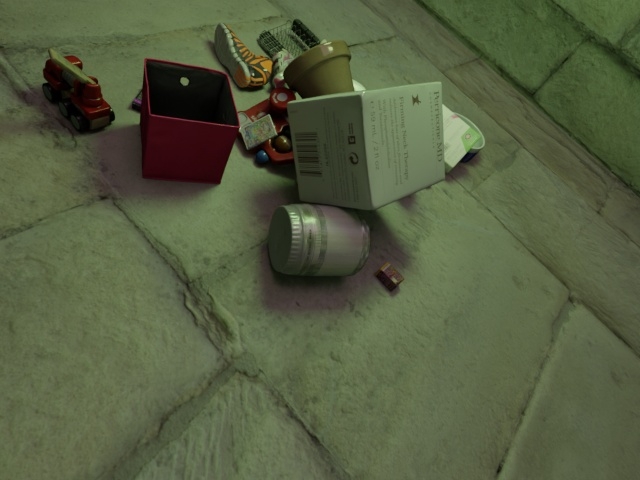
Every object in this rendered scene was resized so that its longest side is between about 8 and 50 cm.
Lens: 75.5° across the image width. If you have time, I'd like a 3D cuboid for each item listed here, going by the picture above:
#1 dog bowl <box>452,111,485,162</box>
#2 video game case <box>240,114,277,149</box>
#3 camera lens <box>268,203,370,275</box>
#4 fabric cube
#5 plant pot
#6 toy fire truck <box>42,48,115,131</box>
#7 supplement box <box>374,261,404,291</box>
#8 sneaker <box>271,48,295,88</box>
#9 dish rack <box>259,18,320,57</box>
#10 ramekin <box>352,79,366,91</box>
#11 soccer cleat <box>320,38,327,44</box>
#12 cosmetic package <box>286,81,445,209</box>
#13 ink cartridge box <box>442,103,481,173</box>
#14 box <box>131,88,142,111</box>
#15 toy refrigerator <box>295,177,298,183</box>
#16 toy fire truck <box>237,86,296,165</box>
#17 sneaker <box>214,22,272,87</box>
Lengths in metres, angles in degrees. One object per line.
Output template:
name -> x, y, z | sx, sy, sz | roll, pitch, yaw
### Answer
dog bowl -> 0.704, -0.532, 2.127 | 0.264, 0.104, 0.265 | 14, 52, -18
video game case -> -0.223, -0.389, 1.487 | 0.087, 0.122, 0.011 | 69, 12, 13
camera lens -> 0.000, 0.000, 1.278 | 0.274, 0.219, 0.220 | 3, 55, -26
fabric cube -> -0.423, -0.364, 1.300 | 0.254, 0.258, 0.259 | -1, 57, -27
plant pot -> 0.021, -0.568, 1.539 | 0.263, 0.263, 0.229 | -27, 96, -39
toy fire truck -> -0.736, -0.478, 1.223 | 0.217, 0.246, 0.158 | 45, 48, 9
supplement box -> 0.239, 0.125, 1.431 | 0.083, 0.043, 0.055 | 47, 48, 11
sneaker -> -0.176, -0.757, 1.814 | 0.111, 0.103, 0.252 | 41, 36, -24
dish rack -> -0.151, -0.957, 1.996 | 0.271, 0.074, 0.208 | -35, 74, -23
ramekin -> 0.083, -0.545, 1.728 | 0.277, 0.135, 0.277 | 3, 70, -9
soccer cleat -> -0.005, -0.967, 2.102 | 0.076, 0.068, 0.196 | 15, 54, -14
cosmetic package -> 0.156, -0.315, 1.341 | 0.393, 0.327, 0.330 | -24, 114, -38
ink cartridge box -> 0.540, -0.513, 1.952 | 0.353, 0.119, 0.207 | 43, 89, 6
box -> -0.582, -0.502, 1.472 | 0.116, 0.029, 0.162 | 21, 50, -14
toy refrigerator -> 0.051, -0.246, 1.573 | 0.269, 0.094, 0.102 | -18, 66, -37
toy fire truck -> -0.165, -0.401, 1.552 | 0.253, 0.169, 0.302 | -34, 76, -14
sneaker -> -0.324, -0.784, 1.773 | 0.180, 0.124, 0.321 | -19, 77, -41
